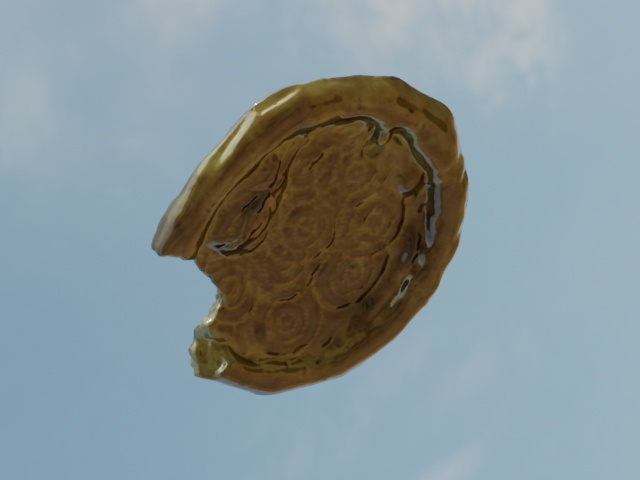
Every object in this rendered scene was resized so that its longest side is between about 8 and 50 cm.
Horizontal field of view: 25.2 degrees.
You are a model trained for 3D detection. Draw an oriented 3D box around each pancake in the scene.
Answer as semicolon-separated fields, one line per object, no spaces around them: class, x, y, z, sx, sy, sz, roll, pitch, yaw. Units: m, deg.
pancake;0.000;0.000;0.871;0.212;0.029;0.235;-31;-45;-10
